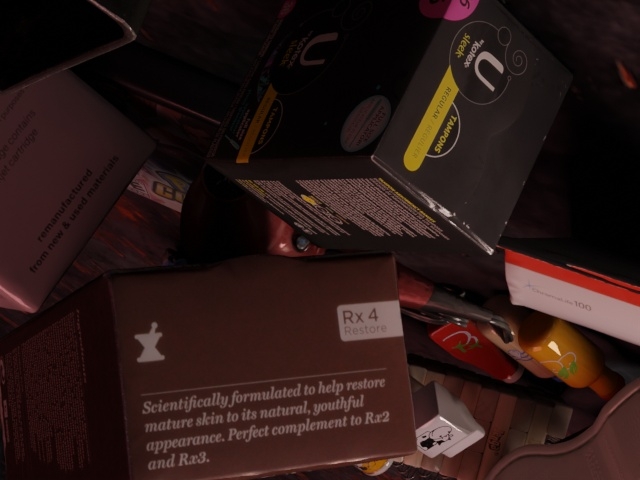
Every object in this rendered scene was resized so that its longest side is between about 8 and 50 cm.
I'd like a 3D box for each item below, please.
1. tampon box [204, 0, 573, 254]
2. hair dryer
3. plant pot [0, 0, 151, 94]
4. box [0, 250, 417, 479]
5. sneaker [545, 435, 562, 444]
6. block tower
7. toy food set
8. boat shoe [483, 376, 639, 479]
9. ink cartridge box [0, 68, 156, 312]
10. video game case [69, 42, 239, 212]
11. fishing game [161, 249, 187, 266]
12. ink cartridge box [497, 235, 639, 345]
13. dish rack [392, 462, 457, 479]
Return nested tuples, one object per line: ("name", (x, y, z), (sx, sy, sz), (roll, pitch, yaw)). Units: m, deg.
("tampon box", (0.036, -0.069, 0.804), (0.101, 0.120, 0.161), (37, 160, -32))
("hair dryer", (0.000, 0.000, 1.056), (0.224, 0.080, 0.293), (-1, 159, 38))
("plant pot", (-0.153, -0.196, 0.645), (0.188, 0.167, 0.187), (36, 161, -24))
("box", (-0.101, 0.106, 1.010), (0.191, 0.143, 0.381), (-4, 170, -23))
("sneaker", (0.329, 0.255, 1.340), (0.268, 0.101, 0.153), (41, 159, -23))
("block tower", (0.053, 0.145, 1.298), (0.335, 0.097, 0.091), (15, -176, 1))
("toy food set", (0.130, 0.127, 1.186), (0.232, 0.111, 0.104), (-38, 122, 25))
("boat shoe", (0.235, 0.200, 1.156), (0.091, 0.114, 0.302), (6, 151, -31))
("ink cartridge box", (-0.362, -0.128, 1.063), (0.395, 0.166, 0.285), (41, 162, -23))
("video game case", (-0.094, -0.068, 1.137), (0.275, 0.035, 0.248), (24, 162, 11))
("fishing game", (-0.088, 0.067, 1.508), (0.189, 0.041, 0.264), (37, 167, -7))
("ink cartridge box", (0.199, 0.047, 0.855), (0.189, 0.066, 0.232), (19, -168, 24))
("dish rack", (0.164, 0.262, 1.631), (0.208, 0.074, 0.271), (17, 160, 30))
